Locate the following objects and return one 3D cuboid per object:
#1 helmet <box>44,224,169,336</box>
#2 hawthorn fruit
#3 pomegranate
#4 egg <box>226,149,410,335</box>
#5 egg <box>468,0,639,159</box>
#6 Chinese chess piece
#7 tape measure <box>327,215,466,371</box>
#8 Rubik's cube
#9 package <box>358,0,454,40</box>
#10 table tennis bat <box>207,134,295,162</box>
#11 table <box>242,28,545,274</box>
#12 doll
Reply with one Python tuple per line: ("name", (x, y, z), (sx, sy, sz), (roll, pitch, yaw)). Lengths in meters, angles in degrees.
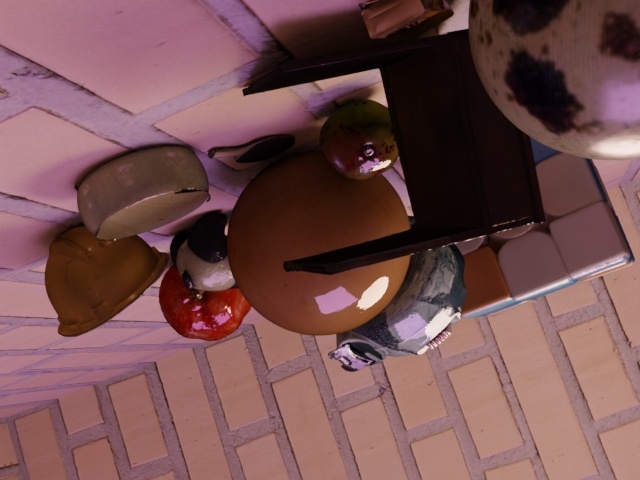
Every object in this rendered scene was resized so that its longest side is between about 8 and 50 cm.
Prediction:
("helmet", (-0.379, 0.044, 1.473), (0.257, 0.140, 0.205), (-14, -151, 45))
("hawthorn fruit", (-0.247, 0.115, 1.919), (0.205, 0.205, 0.253), (-19, 169, -4))
("pomegranate", (0.061, -0.148, 1.333), (0.130, 0.130, 0.130), (-19, 170, -4))
("egg", (0.000, 0.000, 1.482), (0.301, 0.301, 0.374), (-21, -170, 9))
("egg", (0.317, -0.227, 0.907), (0.379, 0.288, 0.287), (-11, 167, -34))
("Chinese chess piece", (-0.253, -0.068, 1.285), (0.188, 0.083, 0.188), (-22, 170, -4))
("tape measure", (0.140, 0.090, 1.659), (0.275, 0.256, 0.147), (-29, 131, 28))
("Rubik's cube", (0.413, -0.054, 1.838), (0.344, 0.347, 0.346), (-24, 169, 19))
("package", (0.098, -0.259, 1.009), (0.071, 0.047, 0.131), (-25, -178, 27))
("table tennis bat", (-0.105, -0.137, 1.371), (0.156, 0.013, 0.087), (-10, 167, -44))
("table", (0.084, -0.109, 1.102), (0.282, 0.251, 0.196), (-14, -174, -19))
("doll", (-0.174, 0.030, 1.729), (0.234, 0.135, 0.143), (1, 160, -37))
